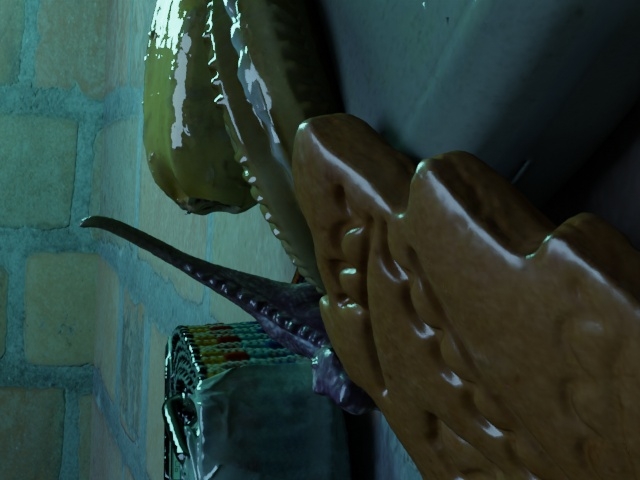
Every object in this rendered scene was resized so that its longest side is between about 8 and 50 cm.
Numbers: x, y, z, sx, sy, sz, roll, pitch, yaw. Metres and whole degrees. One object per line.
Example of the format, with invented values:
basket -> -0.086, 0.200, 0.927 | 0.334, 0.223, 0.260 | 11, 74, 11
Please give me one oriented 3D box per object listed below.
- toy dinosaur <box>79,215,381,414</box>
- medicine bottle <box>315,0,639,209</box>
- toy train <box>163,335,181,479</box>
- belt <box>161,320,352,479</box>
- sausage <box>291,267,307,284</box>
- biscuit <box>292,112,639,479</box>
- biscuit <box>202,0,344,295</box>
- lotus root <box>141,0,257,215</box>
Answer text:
toy dinosaur -> -0.026, 0.048, 0.711 | 0.251, 0.200, 0.072 | 44, 106, 25
medicine bottle -> 0.074, -0.207, 0.544 | 0.282, 0.123, 0.375 | 115, 149, -54
toy train -> -0.209, 0.250, 1.406 | 0.055, 0.048, 0.251 | 109, 160, -50
belt -> -0.063, 0.180, 0.858 | 0.257, 0.150, 0.207 | -131, 38, -63
sausage -> 0.000, 0.000, 0.878 | 0.028, 0.025, 0.198 | -63, -3, -47
biscuit -> 0.088, 0.063, 0.455 | 0.306, 0.043, 0.284 | 2, 119, 60
biscuit -> -0.007, -0.077, 0.673 | 0.259, 0.079, 0.259 | -22, -90, -78
lotus root -> -0.099, -0.194, 0.992 | 0.169, 0.152, 0.342 | 8, 92, 55
